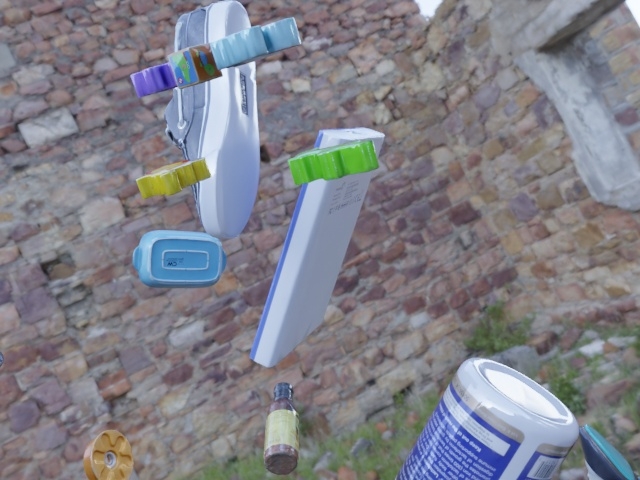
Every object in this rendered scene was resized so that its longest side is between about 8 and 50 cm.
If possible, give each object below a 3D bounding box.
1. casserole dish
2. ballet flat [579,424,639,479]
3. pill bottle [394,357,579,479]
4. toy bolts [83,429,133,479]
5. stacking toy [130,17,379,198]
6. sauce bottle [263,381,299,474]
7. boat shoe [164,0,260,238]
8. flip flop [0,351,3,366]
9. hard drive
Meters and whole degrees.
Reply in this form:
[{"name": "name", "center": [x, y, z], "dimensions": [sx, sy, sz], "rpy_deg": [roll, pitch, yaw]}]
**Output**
[{"name": "casserole dish", "center": [-0.269, 0.038, 1.204], "dimensions": [0.189, 0.114, 0.037], "rpy_deg": [3, -1, -28]}, {"name": "ballet flat", "center": [0.442, 0.358, 0.892], "dimensions": [0.074, 0.203, 0.074], "rpy_deg": [-50, -3, -4]}, {"name": "pill bottle", "center": [0.182, 0.291, 0.751], "dimensions": [0.264, 0.153, 0.153], "rpy_deg": [-63, -14, 13]}, {"name": "toy bolts", "center": [-0.323, 0.412, 1.001], "dimensions": [0.159, 0.218, 0.228], "rpy_deg": [-22, -17, 20]}, {"name": "stacking toy", "center": [-0.068, -0.118, 0.403], "dimensions": [0.221, 0.166, 0.052], "rpy_deg": [-2, 22, 39]}, {"name": "sauce bottle", "center": [-0.046, 0.222, 0.741], "dimensions": [0.042, 0.042, 0.128], "rpy_deg": [-28, 25, 13]}, {"name": "boat shoe", "center": [-0.144, -0.149, 0.766], "dimensions": [0.102, 0.300, 0.108], "rpy_deg": [-4, -5, 20]}, {"name": "flip flop", "center": [-0.664, 0.266, 1.059], "dimensions": [0.080, 0.112, 0.277], "rpy_deg": [-49, 14, 28]}, {"name": "hard drive", "center": [0.000, 0.000, 0.866], "dimensions": [0.210, 0.040, 0.318], "rpy_deg": [-29, -41, -67]}]
